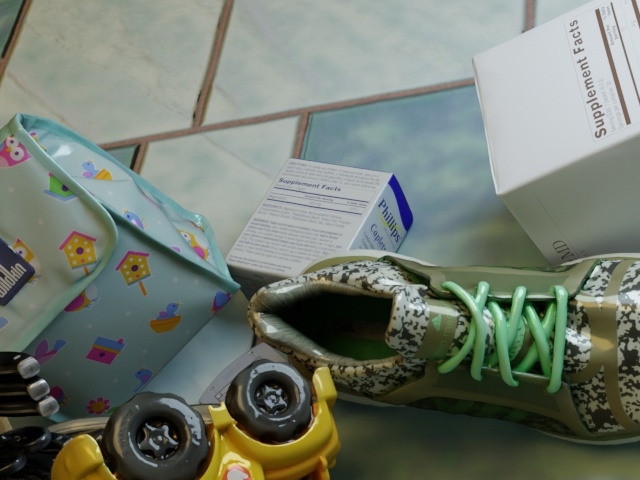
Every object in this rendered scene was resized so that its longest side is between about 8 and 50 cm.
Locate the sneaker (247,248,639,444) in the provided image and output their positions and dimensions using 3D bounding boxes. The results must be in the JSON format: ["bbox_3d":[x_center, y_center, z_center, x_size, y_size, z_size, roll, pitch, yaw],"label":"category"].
[{"bbox_3d":[0.121,0.080,1.144,0.410,0.182,0.158,-1,85,27],"label":"sneaker"}]

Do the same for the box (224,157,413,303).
[{"bbox_3d":[0.000,0.000,1.391,0.126,0.072,0.137,11,57,35],"label":"box"}]

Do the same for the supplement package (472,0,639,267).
[{"bbox_3d":[0.301,-0.104,1.224,0.293,0.177,0.175,-24,44,21],"label":"supplement package"}]

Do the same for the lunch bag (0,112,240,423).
[{"bbox_3d":[-0.242,0.029,1.316,0.223,0.262,0.160,-45,42,13],"label":"lunch bag"}]

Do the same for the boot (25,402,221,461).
[{"bbox_3d":[-0.167,0.238,1.245,0.236,0.085,0.178,-12,47,6],"label":"boot"}]

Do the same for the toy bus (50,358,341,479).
[{"bbox_3d":[-0.068,0.218,1.120,0.220,0.149,0.211,-16,66,-23],"label":"toy bus"}]

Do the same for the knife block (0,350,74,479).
[{"bbox_3d":[-0.326,0.130,1.197,0.276,0.242,0.088,37,45,15],"label":"knife block"}]

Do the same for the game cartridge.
[{"bbox_3d":[-0.068,0.132,1.348,0.083,0.017,0.056,-41,48,-11],"label":"game cartridge"}]
